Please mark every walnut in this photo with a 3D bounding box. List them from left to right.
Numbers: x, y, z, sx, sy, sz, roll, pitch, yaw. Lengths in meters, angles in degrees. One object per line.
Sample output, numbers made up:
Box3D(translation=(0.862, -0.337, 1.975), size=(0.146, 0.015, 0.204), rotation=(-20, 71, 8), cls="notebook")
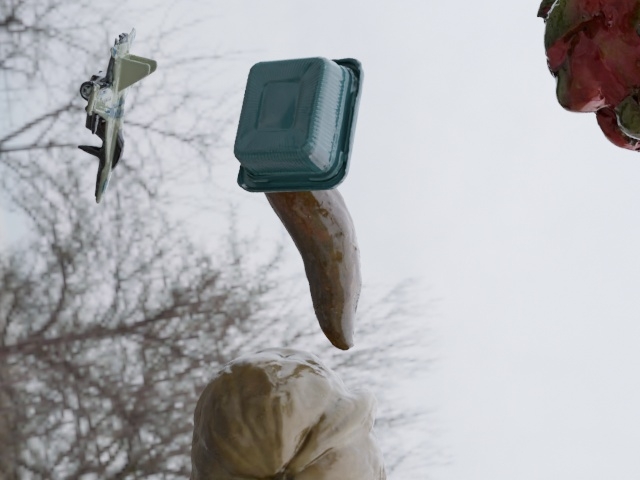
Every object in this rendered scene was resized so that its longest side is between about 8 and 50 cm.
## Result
Box3D(translation=(-0.044, 0.285, 1.455), size=(0.296, 0.285, 0.285), rotation=(60, -23, 0), cls="walnut")

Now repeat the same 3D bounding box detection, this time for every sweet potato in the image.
Box3D(translation=(0.002, 0.000, 1.471), size=(0.292, 0.097, 0.097), rotation=(67, -24, 5), cls="sweet potato")

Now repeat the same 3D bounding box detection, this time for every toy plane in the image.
Box3D(translation=(-0.316, -0.180, 1.633), size=(0.192, 0.088, 0.262), rotation=(-64, 178, -70), cls="toy plane")

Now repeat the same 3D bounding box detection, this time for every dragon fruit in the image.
Box3D(translation=(0.318, -0.173, 0.910), size=(0.303, 0.231, 0.237), rotation=(27, -81, 62), cls="dragon fruit")

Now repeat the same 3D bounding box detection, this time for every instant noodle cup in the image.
Box3D(translation=(-0.035, -0.152, 1.366), size=(0.157, 0.070, 0.179), rotation=(0, -110, 29), cls="instant noodle cup")
